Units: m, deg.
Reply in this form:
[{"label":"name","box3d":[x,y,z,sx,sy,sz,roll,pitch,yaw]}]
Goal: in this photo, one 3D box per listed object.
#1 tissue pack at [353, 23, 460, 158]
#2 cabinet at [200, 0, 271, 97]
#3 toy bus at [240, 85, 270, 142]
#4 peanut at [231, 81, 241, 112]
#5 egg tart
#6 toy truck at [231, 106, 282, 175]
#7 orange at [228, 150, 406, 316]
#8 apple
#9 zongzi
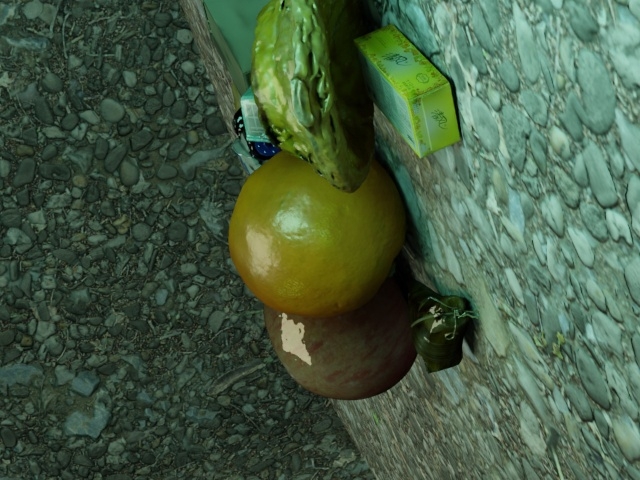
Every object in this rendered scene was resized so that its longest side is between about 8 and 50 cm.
[{"label":"tissue pack","box3d":[0.111,-0.195,1.275,0.176,0.062,0.095,-123,11,-48]},{"label":"cabinet","box3d":[-0.112,-0.375,1.882,0.145,0.150,0.206,82,162,-63]},{"label":"toy bus","box3d":[-0.036,-0.243,1.542,0.261,0.091,0.109,-61,-31,-46]},{"label":"peanut","box3d":[-0.063,-0.217,1.996,0.340,0.158,0.174,62,153,13]},{"label":"egg tart","box3d":[-0.011,-0.226,1.330,0.341,0.129,0.341,-3,-90,-75]},{"label":"toy truck","box3d":[-0.048,-0.179,1.813,0.177,0.213,0.161,66,174,-27]},{"label":"orange","box3d":[-0.004,-0.017,1.671,0.312,0.312,0.312,157,90,-82]},{"label":"apple","box3d":[0.032,0.149,1.929,0.344,0.270,0.345,60,180,0]},{"label":"zongzi","box3d":[0.183,0.096,1.599,0.187,0.084,0.184,94,162,-58]}]
